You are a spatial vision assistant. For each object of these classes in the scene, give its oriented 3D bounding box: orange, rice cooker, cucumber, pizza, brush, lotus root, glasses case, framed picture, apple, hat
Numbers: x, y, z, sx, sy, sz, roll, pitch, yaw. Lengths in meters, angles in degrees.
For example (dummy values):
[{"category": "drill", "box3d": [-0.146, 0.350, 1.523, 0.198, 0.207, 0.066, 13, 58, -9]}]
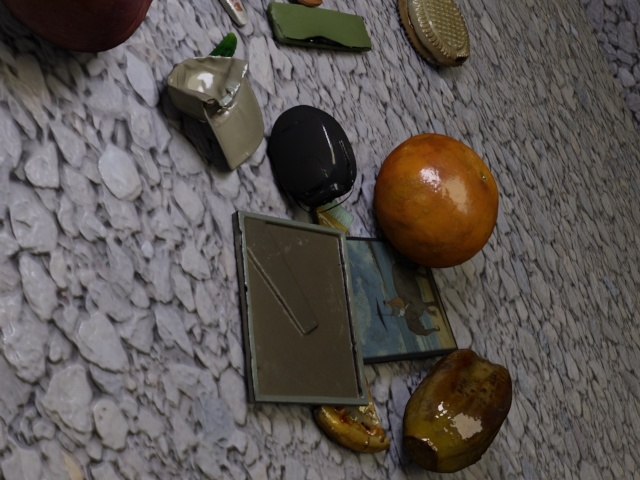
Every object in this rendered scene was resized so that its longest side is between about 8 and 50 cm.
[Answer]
[{"category": "orange", "box3d": [0.245, -0.083, 1.736, 0.284, 0.226, 0.283, 28, 50, -38]}, {"category": "rice cooker", "box3d": [-0.010, -0.153, 1.557, 0.118, 0.142, 0.203, -7, 75, -61]}, {"category": "cucumber", "box3d": [-0.184, -0.335, 1.531, 0.039, 0.039, 0.168, 48, 40, -21]}, {"category": "pizza", "box3d": [0.070, 0.296, 1.501, 0.185, 0.036, 0.176, 43, 44, -27]}, {"category": "brush", "box3d": [0.000, 0.000, 1.568, 0.082, 0.010, 0.218, 41, 47, -15]}, {"category": "lotus root", "box3d": [0.256, 0.336, 1.600, 0.193, 0.193, 0.291, 61, 36, -6]}, {"category": "glasses case", "box3d": [-0.170, -0.453, 1.618, 0.083, 0.021, 0.032, 55, 42, -14]}, {"category": "framed picture", "box3d": [0.140, 0.115, 1.671, 0.347, 0.016, 0.264, 4, 63, -47]}, {"category": "apple", "box3d": [-0.345, -0.427, 1.207, 0.235, 0.305, 0.305, 21, 52, -11]}, {"category": "framed picture", "box3d": [-0.033, 0.120, 1.451, 0.247, 0.022, 0.334, 10, 62, -38]}, {"category": "hat", "box3d": [-0.190, -0.218, 1.458, 0.166, 0.144, 0.173, -48, 153, -49]}]

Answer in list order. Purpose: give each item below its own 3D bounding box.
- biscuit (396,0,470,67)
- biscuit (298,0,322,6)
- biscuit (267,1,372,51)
[{"category": "biscuit", "box3d": [0.295, -0.560, 2.156, 0.259, 0.079, 0.259, 25, 54, -40]}, {"category": "biscuit", "box3d": [-0.035, -0.530, 1.792, 0.078, 0.015, 0.091, 44, 31, 11]}, {"category": "biscuit", "box3d": [0.002, -0.455, 1.803, 0.322, 0.038, 0.099, -11, 77, -50]}]
